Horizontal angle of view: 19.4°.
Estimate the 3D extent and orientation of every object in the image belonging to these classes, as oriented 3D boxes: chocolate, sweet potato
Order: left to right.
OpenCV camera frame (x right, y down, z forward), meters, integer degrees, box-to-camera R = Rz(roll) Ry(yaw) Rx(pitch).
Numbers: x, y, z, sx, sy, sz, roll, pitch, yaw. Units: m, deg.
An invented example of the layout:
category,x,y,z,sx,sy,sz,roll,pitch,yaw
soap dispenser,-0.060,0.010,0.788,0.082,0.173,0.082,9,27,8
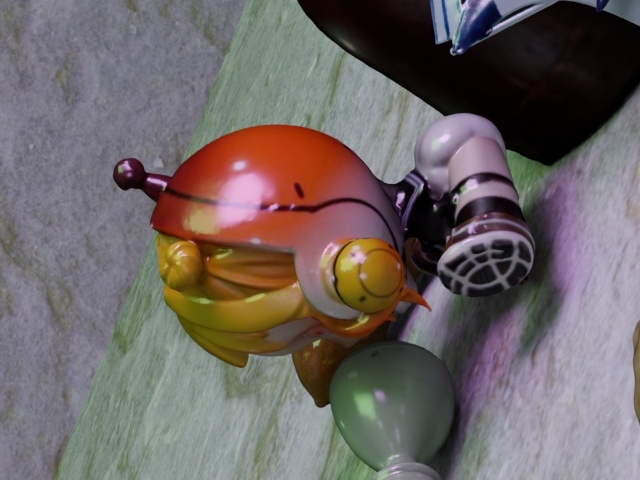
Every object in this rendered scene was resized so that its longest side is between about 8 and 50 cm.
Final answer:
category,x,y,z,sx,sy,sz,roll,pitch,yaw
sweet potato,0.058,0.026,1.793,0.291,0.097,0.097,-59,15,10
chocolate,0.130,-0.288,1.637,0.383,0.331,0.383,-59,13,23

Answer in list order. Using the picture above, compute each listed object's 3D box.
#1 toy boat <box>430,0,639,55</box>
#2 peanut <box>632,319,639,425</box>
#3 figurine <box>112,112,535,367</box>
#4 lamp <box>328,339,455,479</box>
category,x,y,z,sx,sy,sz,roll,pitch,yaw
toy boat,0.230,-0.220,1.413,0.291,0.210,0.070,-49,-19,4
peanut,0.259,0.026,0.988,0.253,0.137,0.122,-39,-6,38
figurine,0.001,-0.005,1.552,0.320,0.323,0.196,-174,74,-85
lamp,0.062,0.160,1.526,0.106,0.106,0.193,-54,24,32
